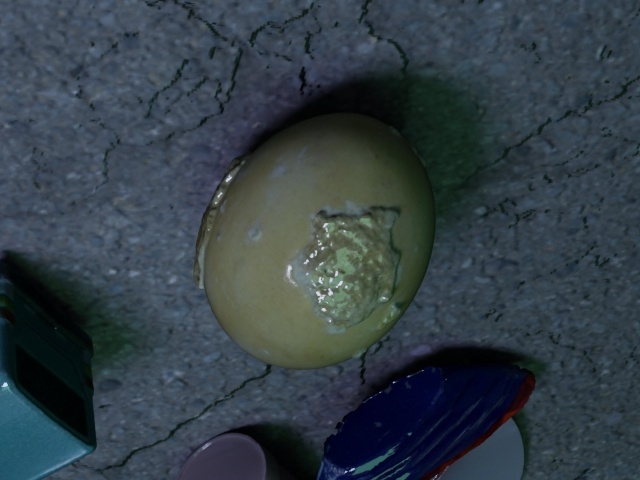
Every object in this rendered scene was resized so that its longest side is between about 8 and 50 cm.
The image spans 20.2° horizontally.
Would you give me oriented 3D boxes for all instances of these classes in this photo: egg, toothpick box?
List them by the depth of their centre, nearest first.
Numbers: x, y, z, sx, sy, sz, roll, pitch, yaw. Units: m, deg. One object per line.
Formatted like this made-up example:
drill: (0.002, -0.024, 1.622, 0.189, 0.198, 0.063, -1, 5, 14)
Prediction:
egg: (-0.003, 0.000, 1.261, 0.164, 0.164, 0.201, 13, 128, -26)
toothpick box: (-0.048, 0.242, 1.544, 0.098, 0.098, 0.149, -29, 134, 16)

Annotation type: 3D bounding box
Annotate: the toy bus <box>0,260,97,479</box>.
toy bus: (-0.302, 0.142, 1.343, 0.256, 0.147, 0.128, -29, 133, 15)

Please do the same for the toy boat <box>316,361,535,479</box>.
toy boat: (0.126, 0.198, 1.558, 0.318, 0.072, 0.219, 20, 114, -46)
